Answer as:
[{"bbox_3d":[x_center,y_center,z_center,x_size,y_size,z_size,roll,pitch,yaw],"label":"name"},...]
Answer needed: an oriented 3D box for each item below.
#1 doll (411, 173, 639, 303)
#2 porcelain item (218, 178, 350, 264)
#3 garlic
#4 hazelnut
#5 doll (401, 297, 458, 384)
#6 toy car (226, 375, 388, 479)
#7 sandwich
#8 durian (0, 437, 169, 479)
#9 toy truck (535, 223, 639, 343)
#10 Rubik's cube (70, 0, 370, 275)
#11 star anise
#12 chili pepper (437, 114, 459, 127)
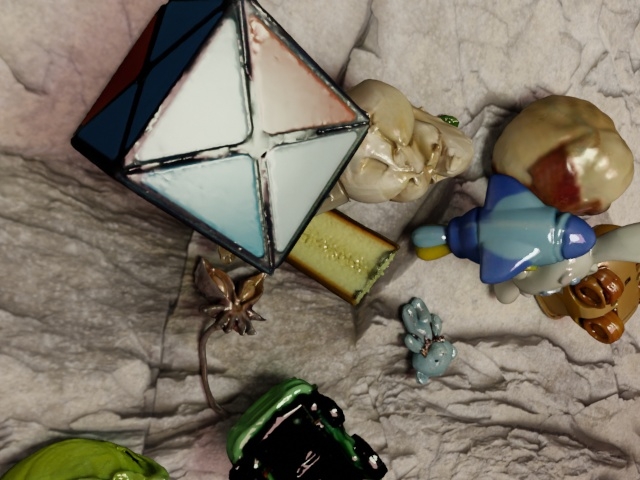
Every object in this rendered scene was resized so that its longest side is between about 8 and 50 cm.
[{"bbox_3d":[0.378,0.021,1.085,0.365,0.187,0.376,18,135,-26],"label":"doll"},{"bbox_3d":[-0.061,-0.033,0.875,0.213,0.084,0.054,-27,96,9],"label":"porcelain item"},{"bbox_3d":[0.110,-0.138,0.943,0.281,0.203,0.185,19,113,-38],"label":"garlic"},{"bbox_3d":[0.473,-0.161,1.166,0.261,0.261,0.241,-44,153,-13],"label":"hazelnut"},{"bbox_3d":[0.223,0.203,1.190,0.120,0.075,0.180,-32,120,-23],"label":"doll"},{"bbox_3d":[-0.028,0.400,1.047,0.213,0.176,0.359,-41,118,-15],"label":"toy car"},{"bbox_3d":[0.000,0.000,0.966,0.235,0.128,0.122,33,85,8],"label":"sandwich"},{"bbox_3d":[-0.354,0.353,0.843,0.250,0.139,0.101,-6,114,-29],"label":"durian"},{"bbox_3d":[0.620,0.090,1.323,0.204,0.211,0.288,-40,125,-16],"label":"toy truck"},{"bbox_3d":[-0.130,-0.141,0.760,0.250,0.248,0.246,35,86,-35],"label":"Rubik's cube"},{"bbox_3d":[-0.162,0.160,0.976,0.227,0.218,0.148,-46,171,36],"label":"star anise"},{"bbox_3d":[0.216,-0.209,1.089,0.091,0.034,0.030,-30,152,-22],"label":"chili pepper"}]
